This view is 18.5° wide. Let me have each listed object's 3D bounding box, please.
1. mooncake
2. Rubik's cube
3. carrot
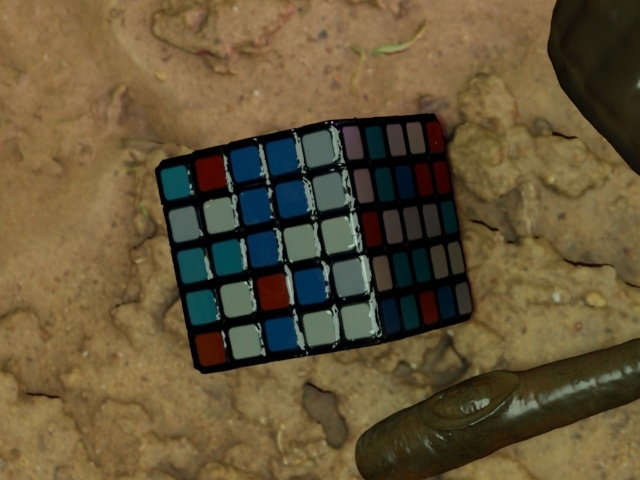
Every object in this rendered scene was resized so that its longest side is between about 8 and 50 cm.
[{"bbox_3d":[0.299,-0.116,1.393,0.290,0.290,0.161,49,117,16],"label":"mooncake"},{"bbox_3d":[0.000,0.000,1.626,0.184,0.187,0.182,-12,90,32],"label":"Rubik's cube"},{"bbox_3d":[0.174,0.131,1.612,0.342,0.070,0.070,-23,84,27],"label":"carrot"}]
